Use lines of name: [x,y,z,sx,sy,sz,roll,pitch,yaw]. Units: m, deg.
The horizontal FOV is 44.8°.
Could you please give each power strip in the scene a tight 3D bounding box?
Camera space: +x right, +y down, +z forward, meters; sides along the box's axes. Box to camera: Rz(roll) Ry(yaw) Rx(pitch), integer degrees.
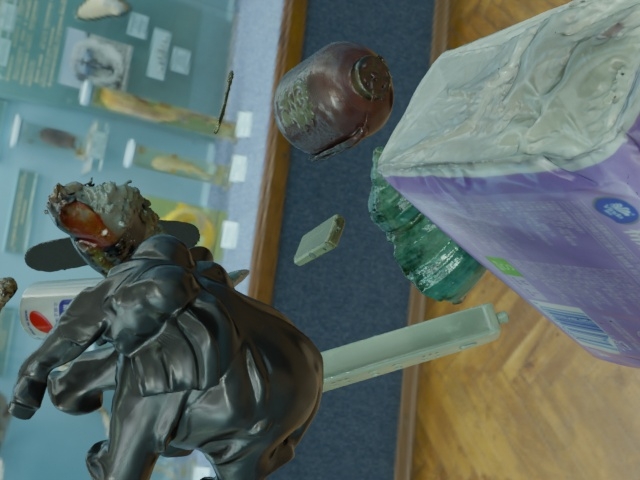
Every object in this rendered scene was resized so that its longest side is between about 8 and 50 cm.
power strip: [0.156,0.194,1.408,0.091,0.385,0.062,63,-169,-67]
power strip: [0.000,0.000,1.614,0.169,0.028,0.076,-30,33,56]

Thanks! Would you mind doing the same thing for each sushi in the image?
sushi: [-0.255,-0.015,0.971,0.097,0.103,0.226,64,179,34]

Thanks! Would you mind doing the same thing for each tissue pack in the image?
tissue pack: [0.244,-0.027,0.629,0.242,0.338,0.160,2,59,57]

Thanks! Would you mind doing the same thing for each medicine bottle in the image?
medicine bottle: [-0.454,0.141,1.626,0.341,0.130,0.130,-4,74,20]

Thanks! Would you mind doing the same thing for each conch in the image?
conch: [0.144,-0.043,1.011,0.196,0.202,0.134,-60,-1,-45]

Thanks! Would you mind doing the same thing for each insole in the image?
insole: [-0.392,0.010,1.476,0.007,0.328,0.111,-109,14,-45]

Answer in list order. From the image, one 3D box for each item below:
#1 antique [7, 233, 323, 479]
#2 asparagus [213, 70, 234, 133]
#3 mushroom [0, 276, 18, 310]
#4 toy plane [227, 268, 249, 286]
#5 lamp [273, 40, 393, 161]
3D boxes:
antique: [-0.147,0.151,0.868,0.255,0.322,0.185,-51,26,20]
asparagus: [-0.206,-0.298,1.669,0.013,0.016,0.166,-36,38,57]
mushroom: [-0.688,0.165,1.572,0.217,0.148,0.227,-37,63,19]
toy plane: [-0.194,0.095,1.208,0.104,0.326,0.223,-35,88,18]
lamp: [0.020,-0.232,1.333,0.258,0.180,0.180,-22,62,56]
